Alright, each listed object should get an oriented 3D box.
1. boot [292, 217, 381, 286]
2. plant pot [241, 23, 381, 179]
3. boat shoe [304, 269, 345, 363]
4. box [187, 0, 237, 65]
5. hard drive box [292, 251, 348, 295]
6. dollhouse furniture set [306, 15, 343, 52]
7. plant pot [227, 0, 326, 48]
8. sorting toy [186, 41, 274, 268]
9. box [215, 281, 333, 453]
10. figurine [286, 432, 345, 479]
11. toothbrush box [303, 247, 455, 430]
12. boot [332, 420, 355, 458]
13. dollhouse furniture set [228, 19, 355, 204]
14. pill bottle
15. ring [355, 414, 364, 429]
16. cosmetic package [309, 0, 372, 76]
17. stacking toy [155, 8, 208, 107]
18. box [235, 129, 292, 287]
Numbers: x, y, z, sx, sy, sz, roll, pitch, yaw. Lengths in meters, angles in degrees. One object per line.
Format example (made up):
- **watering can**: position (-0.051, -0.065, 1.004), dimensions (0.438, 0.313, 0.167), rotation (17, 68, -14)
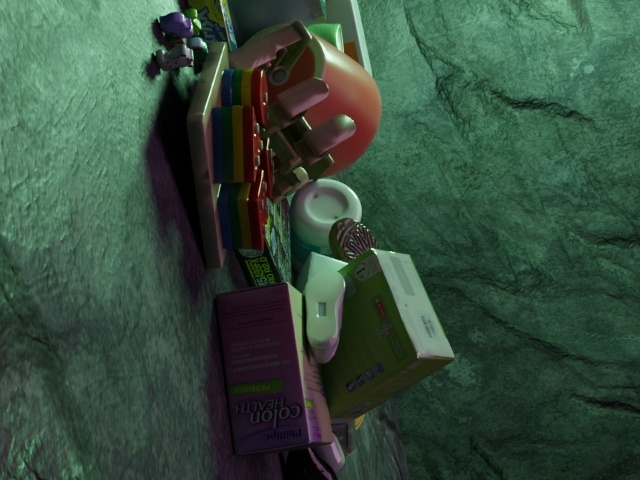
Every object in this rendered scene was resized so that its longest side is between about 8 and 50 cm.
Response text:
- **boot**: position (0.016, 0.074, 2.053), dimensions (0.236, 0.270, 0.089), rotation (53, 51, -21)
- **plant pot**: position (-0.042, -0.282, 2.018), dimensions (0.243, 0.275, 0.274), rotation (38, 41, -65)
- **boat shoe**: position (0.009, 0.120, 1.639), dimensions (0.184, 0.066, 0.063), rotation (-94, -175, -53)
- **box**: position (-0.186, -0.383, 1.739), dimensions (0.054, 0.059, 0.168), rotation (-62, 141, -74)
- **hard drive box**: position (0.055, 0.141, 1.940), dimensions (0.089, 0.232, 0.181), rotation (-83, -165, -46)
- **dollhouse furniture set**: position (-0.062, -0.509, 2.302), dimensions (0.151, 0.198, 0.301), rotation (73, 10, -50)
- **plant pot**: position (-0.098, -0.520, 2.065), dimensions (0.293, 0.196, 0.293), rotation (-10, 90, -82)
- **sorting toy**: position (-0.126, -0.133, 1.558), dimensions (0.257, 0.089, 0.255), rotation (-85, 173, -55)
- **box**: position (-0.069, 0.206, 1.614), dimensions (0.213, 0.117, 0.242), rotation (49, 31, -76)
- **figurine**: position (-0.026, 0.356, 1.883), dimensions (0.215, 0.092, 0.209), rotation (-77, 151, -74)
- **toothbrush box**: position (0.055, 0.174, 1.750), dimensions (0.122, 0.283, 0.206), rotation (11, 50, -52)
- **boot**: position (0.023, 0.381, 2.240), dimensions (0.190, 0.076, 0.208), rotation (-6, 111, -49)
- **dollhouse furniture set**: position (-0.046, -0.222, 1.737), dimensions (0.242, 0.161, 0.212), rotation (55, -31, 5)
- **pill bottle**: position (0.000, 0.000, 2.163), dimensions (0.264, 0.146, 0.146), rotation (100, -13, -57)
- **ring**: position (0.038, 0.285, 2.424), dimensions (0.336, 0.032, 0.336), rotation (-12, 90, -70)
- **cosmetic package**: position (-0.023, -0.577, 2.570), dimensions (0.161, 0.230, 0.453), rotation (-81, 159, -66)
- **stacking toy**: position (-0.201, -0.306, 1.561), dimensions (0.221, 0.052, 0.166), rotation (60, 22, -71)
- **box**: position (-0.105, -0.034, 1.883), dimensions (0.216, 0.060, 0.270), rotation (71, 12, -47)
